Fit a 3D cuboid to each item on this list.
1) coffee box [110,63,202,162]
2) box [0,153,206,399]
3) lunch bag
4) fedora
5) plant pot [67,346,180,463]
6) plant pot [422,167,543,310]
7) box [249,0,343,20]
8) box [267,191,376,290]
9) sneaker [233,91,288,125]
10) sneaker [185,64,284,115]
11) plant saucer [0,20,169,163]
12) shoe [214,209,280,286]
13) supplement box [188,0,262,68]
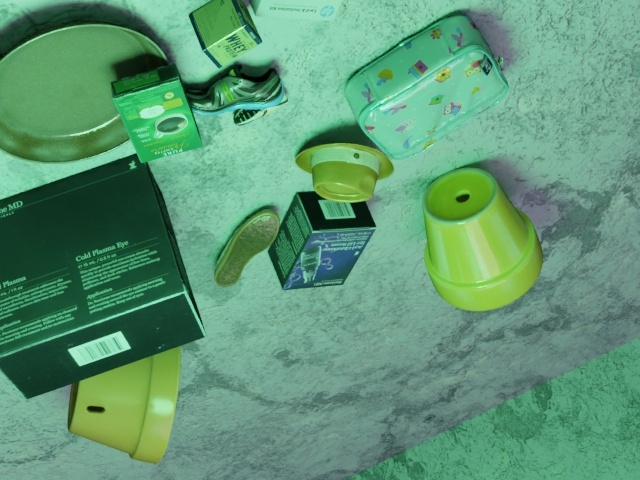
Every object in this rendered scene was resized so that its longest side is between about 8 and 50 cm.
[{"bbox_3d":[-0.266,-0.205,1.813,0.113,0.040,0.184,-17,149,-1],"label":"coffee box"},{"bbox_3d":[-0.416,0.061,1.961,0.343,0.312,0.179,-19,149,-4],"label":"box"},{"bbox_3d":[0.204,-0.272,2.026,0.279,0.108,0.224,-30,147,13],"label":"lunch bag"},{"bbox_3d":[0.046,-0.122,2.128,0.194,0.079,0.194,4,161,1],"label":"fedora"},{"bbox_3d":[-0.434,0.330,2.413,0.203,0.291,0.291,9,139,-16],"label":"plant pot"},{"bbox_3d":[0.331,-0.018,2.377,0.254,0.254,0.239,-24,133,3],"label":"plant pot"},{"bbox_3d":[-0.015,-0.427,1.730,0.145,0.038,0.186,-2,144,-28],"label":"box"},{"bbox_3d":[0.000,0.000,2.312,0.153,0.108,0.207,-5,144,-26],"label":"box"},{"bbox_3d":[-0.104,-0.232,1.966,0.109,0.040,0.044,-28,150,11],"label":"sneaker"},{"bbox_3d":[-0.157,-0.259,1.885,0.188,0.067,0.078,-9,119,-9],"label":"sneaker"},{"bbox_3d":[-0.392,-0.240,1.761,0.311,0.050,0.310,-18,148,-12],"label":"plant saucer"},{"bbox_3d":[-0.157,0.006,2.285,0.076,0.058,0.219,25,124,-25],"label":"shoe"},{"bbox_3d":[-0.150,-0.333,1.745,0.083,0.083,0.056,-30,148,10],"label":"supplement box"}]
